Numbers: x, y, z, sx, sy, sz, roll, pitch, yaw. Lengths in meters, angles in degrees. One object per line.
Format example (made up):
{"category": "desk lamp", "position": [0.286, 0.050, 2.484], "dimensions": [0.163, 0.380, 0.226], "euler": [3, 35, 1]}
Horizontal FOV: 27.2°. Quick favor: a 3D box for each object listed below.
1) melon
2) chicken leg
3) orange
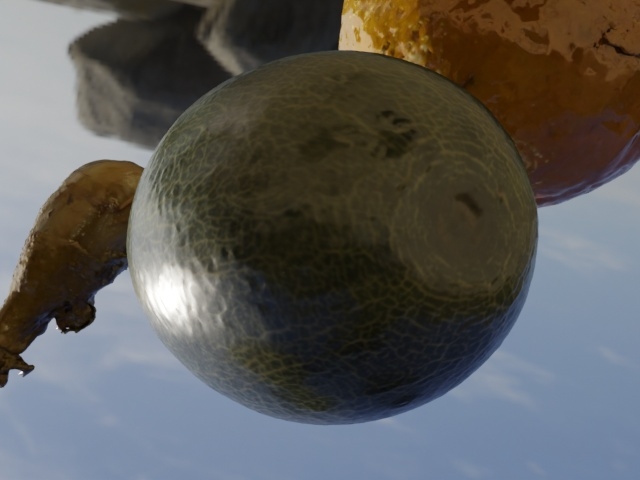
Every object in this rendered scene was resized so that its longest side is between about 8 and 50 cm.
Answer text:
{"category": "melon", "position": [0.000, 0.000, 0.859], "dimensions": [0.237, 0.237, 0.302], "euler": [7, 173, -31]}
{"category": "chicken leg", "position": [-0.201, 0.025, 1.030], "dimensions": [0.085, 0.207, 0.101], "euler": [37, 175, -7]}
{"category": "orange", "position": [0.176, -0.183, 1.291], "dimensions": [0.341, 0.293, 0.340], "euler": [37, -157, -18]}
